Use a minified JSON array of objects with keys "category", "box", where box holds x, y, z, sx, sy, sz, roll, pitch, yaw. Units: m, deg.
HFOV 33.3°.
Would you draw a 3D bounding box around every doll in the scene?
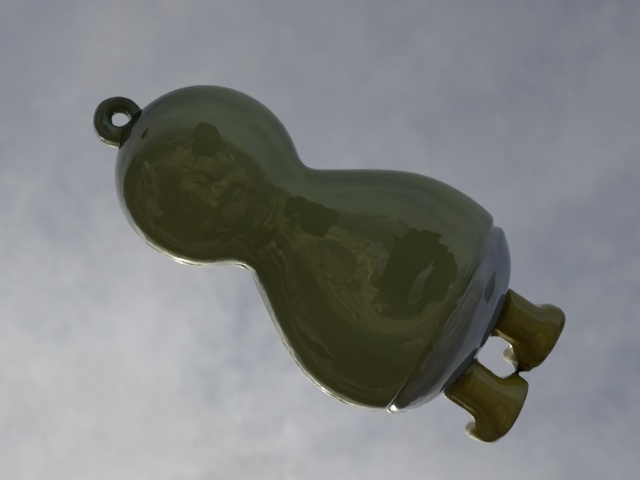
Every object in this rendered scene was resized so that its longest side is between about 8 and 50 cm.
[{"category":"doll","box":[-0.001,0.002,0.621,0.296,0.141,0.117,32,-11,6]}]
